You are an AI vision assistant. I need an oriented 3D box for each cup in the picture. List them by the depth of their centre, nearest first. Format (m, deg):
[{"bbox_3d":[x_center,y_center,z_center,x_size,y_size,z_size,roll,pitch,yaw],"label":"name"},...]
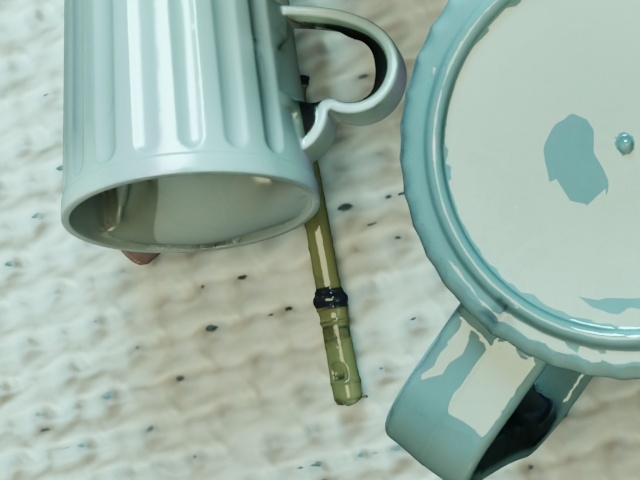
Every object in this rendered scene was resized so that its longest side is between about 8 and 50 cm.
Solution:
[{"bbox_3d":[0.171,-0.036,1.064,0.331,0.311,0.257,-27,82,17],"label":"cup"},{"bbox_3d":[-0.067,-0.108,1.223,0.221,0.167,0.202,-1,72,-15],"label":"cup"}]

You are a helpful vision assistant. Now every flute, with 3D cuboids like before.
[{"bbox_3d":[0.000,0.000,1.273,0.027,0.027,0.233,-11,88,18],"label":"flute"}]

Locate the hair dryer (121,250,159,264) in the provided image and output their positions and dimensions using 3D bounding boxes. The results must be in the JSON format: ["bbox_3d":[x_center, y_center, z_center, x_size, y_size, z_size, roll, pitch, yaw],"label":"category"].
[{"bbox_3d":[-0.135,-0.045,1.318,0.063,0.037,0.114,-39,71,16],"label":"hair dryer"}]
